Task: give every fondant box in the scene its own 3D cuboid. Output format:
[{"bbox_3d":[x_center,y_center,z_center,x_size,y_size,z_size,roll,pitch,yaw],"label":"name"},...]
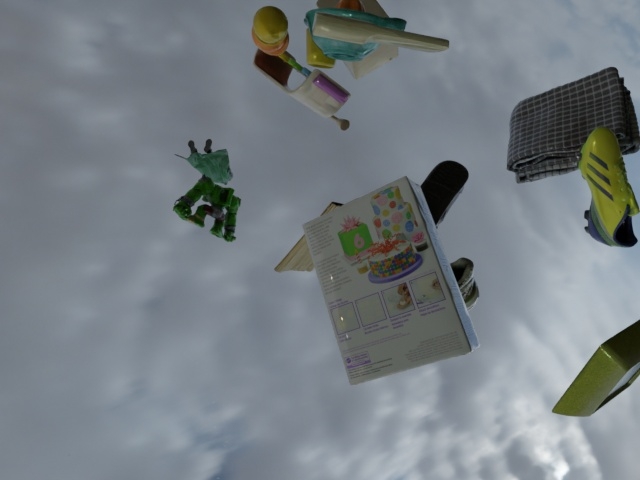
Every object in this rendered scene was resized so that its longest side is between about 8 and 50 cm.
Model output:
[{"bbox_3d":[0.125,0.079,0.872,0.096,0.238,0.330,7,-118,-60],"label":"fondant box"}]

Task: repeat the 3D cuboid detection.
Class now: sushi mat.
[{"bbox_3d":[0.000,0.000,1.321,0.151,0.316,0.019,0,-127,-43],"label":"sushi mat"}]

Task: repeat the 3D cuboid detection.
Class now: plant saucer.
[{"bbox_3d":[0.496,0.215,0.764,0.188,0.188,0.045,-16,-136,-28],"label":"plant saucer"}]

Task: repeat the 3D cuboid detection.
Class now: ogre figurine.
[{"bbox_3d":[-0.263,-0.080,1.129,0.197,0.097,0.118,30,-102,-33],"label":"ogre figurine"}]

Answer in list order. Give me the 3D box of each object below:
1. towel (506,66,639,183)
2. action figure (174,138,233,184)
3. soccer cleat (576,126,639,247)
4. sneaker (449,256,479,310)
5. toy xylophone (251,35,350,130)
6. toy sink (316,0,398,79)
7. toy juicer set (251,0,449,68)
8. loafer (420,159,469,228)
[{"bbox_3d":[0.621,-0.286,1.148,0.121,0.283,0.235,43,-129,-32],"label":"towel"},{"bbox_3d":[-0.301,-0.210,1.286,0.137,0.232,0.063,-1,-105,4],"label":"action figure"},{"bbox_3d":[0.635,-0.110,0.986,0.093,0.121,0.289,-30,-61,-11],"label":"soccer cleat"},{"bbox_3d":[0.231,0.148,1.184,0.410,0.182,0.158,-26,-128,-11],"label":"sneaker"},{"bbox_3d":[-0.040,-0.385,1.119,0.236,0.081,0.323,18,-158,-50],"label":"toy xylophone"},{"bbox_3d":[0.110,-0.629,1.370,0.153,0.131,0.234,-29,-112,2],"label":"toy sink"},{"bbox_3d":[0.011,-0.332,0.693,0.209,0.329,0.089,0,-75,-31],"label":"toy juicer set"},{"bbox_3d":[0.300,-0.066,1.326,0.366,0.130,0.134,-44,-117,-10],"label":"loafer"}]
